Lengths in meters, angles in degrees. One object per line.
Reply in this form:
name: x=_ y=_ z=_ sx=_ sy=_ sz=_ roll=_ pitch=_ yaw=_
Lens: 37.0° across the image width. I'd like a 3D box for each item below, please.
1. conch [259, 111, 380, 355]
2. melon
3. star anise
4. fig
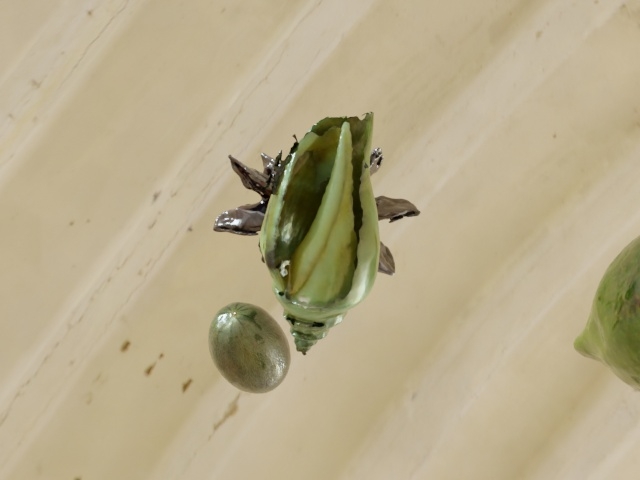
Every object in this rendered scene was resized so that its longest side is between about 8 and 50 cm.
conch: x=0.000 y=0.001 z=0.758 sx=0.095 sy=0.079 sz=0.200 roll=-8 pitch=-76 yaw=-18
melon: x=-0.102 y=0.161 z=1.413 sx=0.114 sy=0.114 sz=0.167 roll=-14 pitch=-48 yaw=16
star anise: x=-0.004 y=-0.042 z=1.311 sx=0.283 sy=0.129 sz=0.212 roll=-6 pitch=-75 yaw=15
fig: x=0.377 y=0.095 z=1.075 sx=0.206 sy=0.206 sz=0.275 roll=40 pitch=-35 yaw=-14
